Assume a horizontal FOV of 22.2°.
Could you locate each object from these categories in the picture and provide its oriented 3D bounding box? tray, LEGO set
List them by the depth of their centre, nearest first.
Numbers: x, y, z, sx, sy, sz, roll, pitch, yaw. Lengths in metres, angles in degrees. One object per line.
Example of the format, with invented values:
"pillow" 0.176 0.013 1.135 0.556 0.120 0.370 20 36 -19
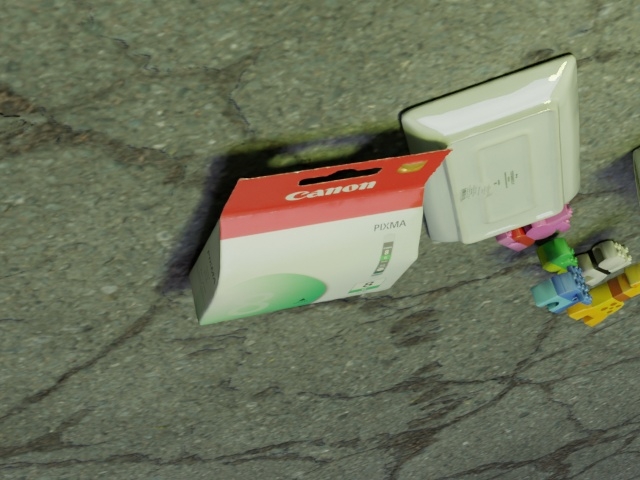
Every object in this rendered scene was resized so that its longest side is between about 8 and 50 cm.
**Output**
"tray" 0.152 -0.061 1.368 0.145 0.030 0.270 -18 157 2
"LEGO set" 0.265 0.025 1.568 0.093 0.087 0.227 -28 156 23

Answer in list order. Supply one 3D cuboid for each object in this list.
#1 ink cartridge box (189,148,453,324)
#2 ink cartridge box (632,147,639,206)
"ink cartridge box" 0.000 0.000 1.331 0.181 0.056 0.224 -10 165 -18
"ink cartridge box" 0.398 -0.038 1.465 0.153 0.087 0.208 -25 146 31
